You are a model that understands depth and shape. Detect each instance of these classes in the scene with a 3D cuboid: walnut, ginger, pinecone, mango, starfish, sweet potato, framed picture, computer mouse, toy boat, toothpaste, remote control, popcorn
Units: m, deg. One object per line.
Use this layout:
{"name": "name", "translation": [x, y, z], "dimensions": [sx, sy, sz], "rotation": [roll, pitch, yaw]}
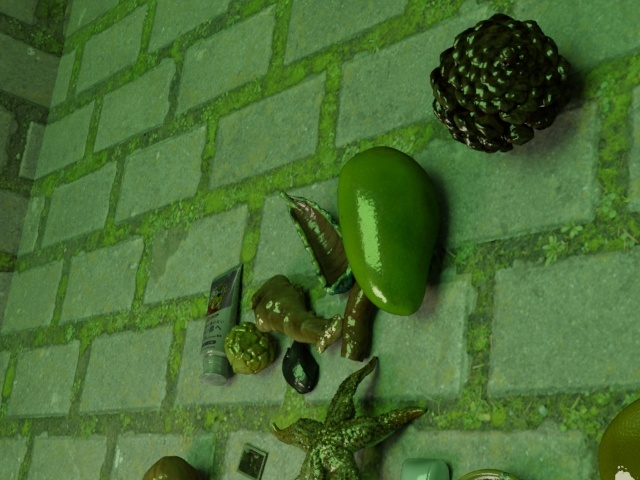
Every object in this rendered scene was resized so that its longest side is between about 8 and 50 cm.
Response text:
{"name": "walnut", "translation": [-0.328, 0.564, 2.207], "dimensions": [0.166, 0.149, 0.166], "rotation": [178, 90, -79]}
{"name": "ginger", "translation": [-0.042, 0.155, 2.088], "dimensions": [0.294, 0.086, 0.131], "rotation": [15, 73, 49]}
{"name": "pinecone", "translation": [0.305, -0.273, 1.731], "dimensions": [0.257, 0.243, 0.243], "rotation": [-141, 74, -78]}
{"name": "mango", "translation": [0.134, -0.020, 1.873], "dimensions": [0.192, 0.156, 0.343], "rotation": [-11, 71, 9]}
{"name": "starfish", "translation": [0.040, 0.385, 1.810], "dimensions": [0.347, 0.078, 0.358], "rotation": [-37, 38, 6]}
{"name": "sweet potato", "translation": [0.092, 0.099, 1.959], "dimensions": [0.067, 0.059, 0.281], "rotation": [10, 82, 43]}
{"name": "framed picture", "translation": [-0.148, 0.478, 2.126], "dimensions": [0.089, 0.006, 0.066], "rotation": [9, 81, 53]}
{"name": "computer mouse", "translation": [-0.050, 0.263, 2.073], "dimensions": [0.079, 0.047, 0.135], "rotation": [-49, 39, 24]}
{"name": "toy boat", "translation": [0.007, 0.000, 2.087], "dimensions": [0.108, 0.099, 0.293], "rotation": [-51, 48, 23]}
{"name": "toothpaste", "translation": [-0.236, 0.194, 2.328], "dimensions": [0.114, 0.073, 0.299], "rotation": [-30, 44, 40]}
{"name": "remote control", "translation": [0.159, 0.520, 1.685], "dimensions": [0.103, 0.051, 0.293], "rotation": [-12, 65, 48]}
{"name": "popcorn", "translation": [-0.155, 0.242, 2.175], "dimensions": [0.120, 0.116, 0.106], "rotation": [12, 118, 14]}

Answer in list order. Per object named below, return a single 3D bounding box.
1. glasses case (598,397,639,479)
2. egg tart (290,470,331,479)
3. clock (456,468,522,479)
{"name": "glasses case", "translation": [0.529, 0.261, 1.266], "dimensions": [0.371, 0.141, 0.173], "rotation": [-21, 57, 45]}
{"name": "egg tart", "translation": [-0.035, 0.537, 1.891], "dimensions": [0.252, 0.098, 0.232], "rotation": [-10, 62, 53]}
{"name": "clock", "translation": [0.274, 0.480, 1.556], "dimensions": [0.237, 0.057, 0.237], "rotation": [-23, 57, 42]}
